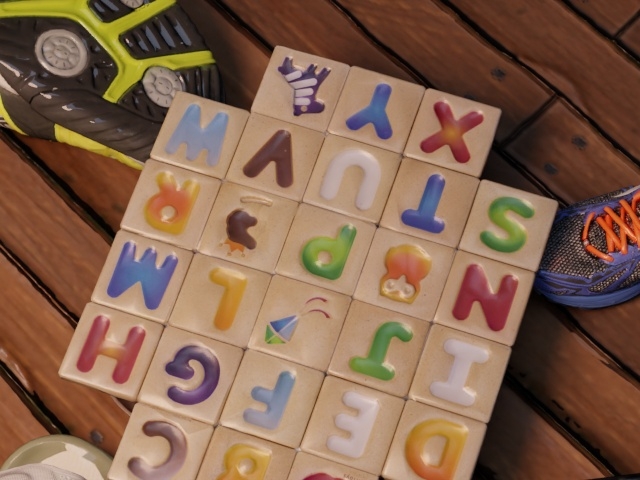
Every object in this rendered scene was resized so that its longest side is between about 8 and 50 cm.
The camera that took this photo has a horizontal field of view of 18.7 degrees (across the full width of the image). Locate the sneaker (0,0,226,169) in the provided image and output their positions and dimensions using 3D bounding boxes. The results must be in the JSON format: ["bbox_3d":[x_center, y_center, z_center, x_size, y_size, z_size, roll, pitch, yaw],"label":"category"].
[{"bbox_3d":[-0.248,-0.152,1.443,0.384,0.147,0.145,27,57,-4],"label":"sneaker"}]

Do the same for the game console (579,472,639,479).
[{"bbox_3d":[0.212,0.246,1.200,0.293,0.250,0.173,-8,91,1],"label":"game console"}]

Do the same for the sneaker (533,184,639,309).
[{"bbox_3d":[0.242,-0.019,1.360,0.221,0.087,0.083,-18,64,-4],"label":"sneaker"}]

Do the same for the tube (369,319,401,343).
[{"bbox_3d":[0.000,0.000,1.395,0.080,0.052,0.207,-27,62,-5],"label":"tube"}]

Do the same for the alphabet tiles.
[{"bbox_3d":[-0.005,0.033,1.329,0.285,0.011,0.342,17,68,8],"label":"alphabet tiles"}]

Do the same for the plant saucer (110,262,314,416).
[{"bbox_3d":[-0.078,0.059,1.368,0.168,0.029,0.168,-6,68,15],"label":"plant saucer"}]

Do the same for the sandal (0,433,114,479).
[{"bbox_3d":[-0.102,0.227,1.271,0.303,0.086,0.120,31,67,19],"label":"sandal"}]

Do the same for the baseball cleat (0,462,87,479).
[{"bbox_3d":[-0.167,0.200,1.217,0.206,0.072,0.109,29,63,37],"label":"baseball cleat"}]
